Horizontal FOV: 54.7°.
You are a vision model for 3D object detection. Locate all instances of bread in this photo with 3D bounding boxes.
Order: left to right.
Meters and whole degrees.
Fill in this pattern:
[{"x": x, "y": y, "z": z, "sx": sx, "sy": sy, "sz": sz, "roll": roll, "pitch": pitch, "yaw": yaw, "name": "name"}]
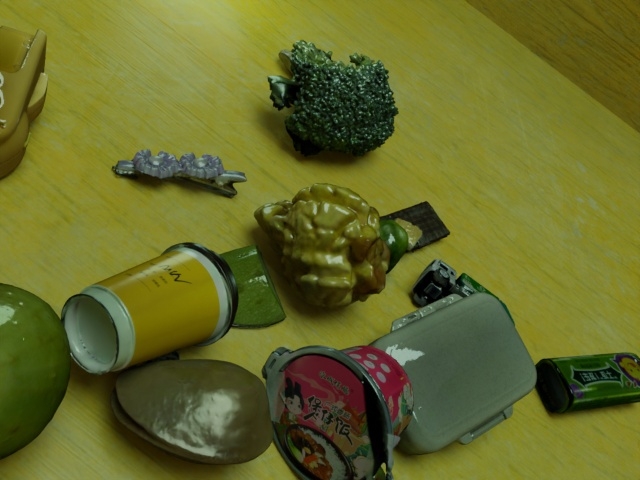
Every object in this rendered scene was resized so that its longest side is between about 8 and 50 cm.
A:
[{"x": 0.211, "y": -0.017, "z": 1.569, "sx": 0.083, "sy": 0.035, "sz": 0.070, "roll": 32, "pitch": 51, "yaw": 4, "name": "bread"}]

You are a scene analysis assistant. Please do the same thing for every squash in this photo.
[{"x": -0.160, "y": 0.082, "z": 1.266, "sx": 0.184, "sy": 0.085, "sz": 0.192, "roll": -5, "pitch": 55, "yaw": -36, "name": "squash"}]

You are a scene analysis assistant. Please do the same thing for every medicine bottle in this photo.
[{"x": 0.274, "y": 0.273, "z": 1.308, "sx": 0.375, "sy": 0.123, "sz": 0.282, "roll": -18, "pitch": 75, "yaw": -31, "name": "medicine bottle"}]

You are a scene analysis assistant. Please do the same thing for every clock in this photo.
[{"x": -0.671, "y": -0.267, "z": 1.178, "sx": 0.244, "sy": 0.200, "sz": 0.317, "roll": 13, "pitch": 56, "yaw": -19, "name": "clock"}]

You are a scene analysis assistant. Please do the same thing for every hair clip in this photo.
[{"x": -0.313, "y": -0.155, "z": 1.386, "sx": 0.292, "sy": 0.084, "sz": 0.106, "roll": 6, "pitch": 33, "yaw": -22, "name": "hair clip"}]

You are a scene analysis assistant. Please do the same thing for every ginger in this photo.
[{"x": -0.024, "y": -0.545, "z": 1.893, "sx": 0.213, "sy": 0.074, "sz": 0.137, "roll": -14, "pitch": 71, "yaw": -35, "name": "ginger"}]

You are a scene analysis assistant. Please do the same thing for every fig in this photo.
[{"x": -0.473, "y": 0.176, "z": 0.825, "sx": 0.258, "sy": 0.326, "sz": 0.258, "roll": 2, "pitch": 82, "yaw": -18, "name": "fig"}]

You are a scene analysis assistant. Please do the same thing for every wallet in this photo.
[{"x": 0.235, "y": -0.030, "z": 1.639, "sx": 0.230, "sy": 0.042, "sz": 0.124, "roll": -18, "pitch": 68, "yaw": -38, "name": "wallet"}]

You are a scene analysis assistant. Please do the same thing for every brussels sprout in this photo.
[{"x": 0.143, "y": 0.013, "z": 1.477, "sx": 0.117, "sy": 0.155, "sz": 0.155, "roll": 25, "pitch": 45, "yaw": -10, "name": "brussels sprout"}]

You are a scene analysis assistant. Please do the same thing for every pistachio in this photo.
[{"x": -0.208, "y": 0.282, "z": 1.013, "sx": 0.260, "sy": 0.163, "sz": 0.213, "roll": 8, "pitch": 17, "yaw": -24, "name": "pistachio"}]

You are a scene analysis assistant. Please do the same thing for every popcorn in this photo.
[{"x": 0.000, "y": 0.000, "z": 1.320, "sx": 0.332, "sy": 0.265, "sz": 0.225, "roll": 33, "pitch": 45, "yaw": 23, "name": "popcorn"}]

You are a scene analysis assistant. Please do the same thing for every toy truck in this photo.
[{"x": 0.351, "y": 0.153, "z": 1.515, "sx": 0.253, "sy": 0.114, "sz": 0.124, "roll": 38, "pitch": 30, "yaw": 1, "name": "toy truck"}]

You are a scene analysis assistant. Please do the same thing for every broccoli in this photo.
[{"x": 0.036, "y": -0.371, "z": 1.653, "sx": 0.317, "sy": 0.277, "sz": 0.338, "roll": 25, "pitch": 32, "yaw": 16, "name": "broccoli"}]

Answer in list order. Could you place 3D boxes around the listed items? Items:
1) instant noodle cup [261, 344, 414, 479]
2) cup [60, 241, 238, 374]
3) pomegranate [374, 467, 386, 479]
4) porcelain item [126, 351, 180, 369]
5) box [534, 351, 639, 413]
[{"x": 0.056, "y": 0.297, "z": 1.123, "sx": 0.181, "sy": 0.258, "sz": 0.302, "roll": -10, "pitch": 58, "yaw": -53, "name": "instant noodle cup"}, {"x": -0.280, "y": 0.117, "z": 1.050, "sx": 0.196, "sy": 0.196, "sz": 0.280, "roll": 49, "pitch": 30, "yaw": 12, "name": "cup"}, {"x": 0.092, "y": 0.445, "z": 1.131, "sx": 0.084, "sy": 0.073, "sz": 0.073, "roll": 51, "pitch": 42, "yaw": -11, "name": "pomegranate"}, {"x": -0.324, "y": 0.204, "z": 1.102, "sx": 0.136, "sy": 0.021, "sz": 0.075, "roll": 30, "pitch": 44, "yaw": -7, "name": "porcelain item"}, {"x": 0.695, "y": 0.358, "z": 1.566, "sx": 0.345, "sy": 0.097, "sz": 0.134, "roll": 2, "pitch": 45, "yaw": -31, "name": "box"}]
